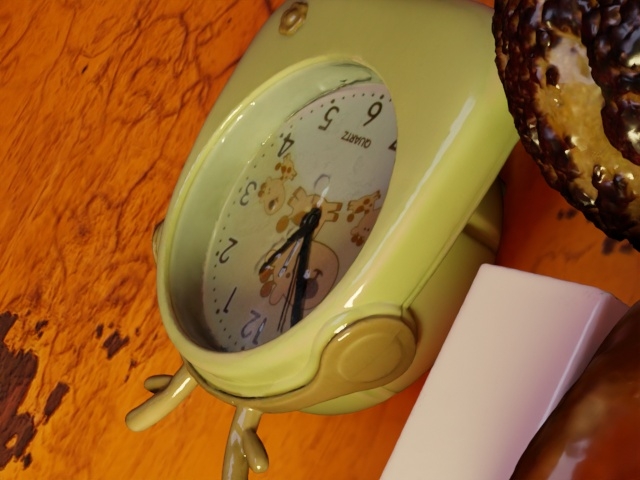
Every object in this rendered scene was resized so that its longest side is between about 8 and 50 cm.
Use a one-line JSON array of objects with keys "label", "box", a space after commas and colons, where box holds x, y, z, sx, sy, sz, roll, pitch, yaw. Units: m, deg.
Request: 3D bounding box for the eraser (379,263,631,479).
[{"label": "eraser", "box": [0.055, 0.161, 0.612, 0.078, 0.076, 0.298, 15, 74, 51]}]

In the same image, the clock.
[{"label": "clock", "box": [0.000, 0.000, 0.821, 0.235, 0.096, 0.308, 26, 86, 52]}]

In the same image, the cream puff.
[{"label": "cream puff", "box": [0.183, -0.102, 0.616, 0.239, 0.165, 0.239, -26, 54, 42]}]

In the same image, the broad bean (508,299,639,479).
[{"label": "broad bean", "box": [0.135, 0.122, 0.534, 0.122, 0.156, 0.228, 12, 69, 56]}]
